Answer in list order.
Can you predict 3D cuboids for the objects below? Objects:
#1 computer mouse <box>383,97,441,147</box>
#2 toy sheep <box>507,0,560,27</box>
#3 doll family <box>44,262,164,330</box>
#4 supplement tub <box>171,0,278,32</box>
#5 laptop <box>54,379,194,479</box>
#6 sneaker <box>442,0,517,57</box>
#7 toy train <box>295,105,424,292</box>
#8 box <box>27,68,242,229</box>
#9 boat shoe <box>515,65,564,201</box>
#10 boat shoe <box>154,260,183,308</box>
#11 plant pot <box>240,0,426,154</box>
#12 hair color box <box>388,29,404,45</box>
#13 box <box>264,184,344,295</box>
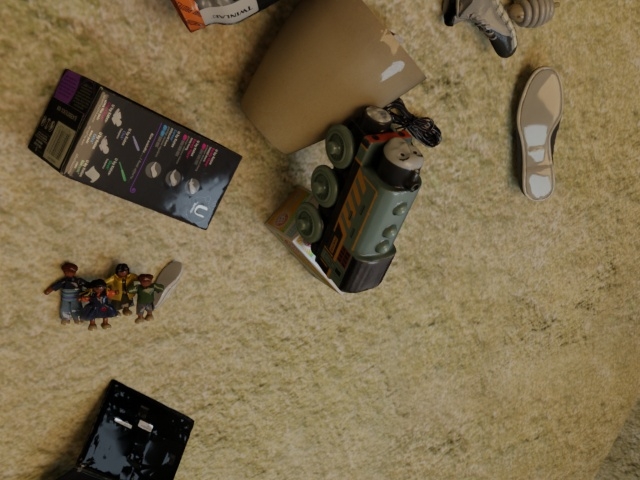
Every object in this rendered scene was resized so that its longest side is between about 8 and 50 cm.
[{"bbox_3d":[0.145,-0.152,1.628,0.188,0.072,0.272,26,81,-40],"label":"computer mouse"},{"bbox_3d":[0.473,-0.515,1.695,0.132,0.091,0.091,-14,120,-11],"label":"toy sheep"},{"bbox_3d":[-0.373,0.089,1.330,0.193,0.076,0.111,-10,121,-31],"label":"doll family"},{"bbox_3d":[-0.099,-0.461,1.176,0.316,0.193,0.193,-30,128,-3],"label":"supplement tub"},{"bbox_3d":[-0.410,0.433,1.503,0.234,0.136,0.264,41,58,-42],"label":"laptop"},{"bbox_3d":[0.322,-0.464,1.613,0.132,0.086,0.229,-37,119,-13],"label":"sneaker"},{"bbox_3d":[0.074,-0.065,1.344,0.142,0.190,0.334,-12,140,-36],"label":"toy train"},{"bbox_3d":[-0.291,-0.140,1.222,0.270,0.165,0.143,23,95,-42],"label":"box"},{"bbox_3d":[0.522,-0.261,1.863,0.112,0.095,0.335,-3,113,2],"label":"boat shoe"},{"bbox_3d":[-0.284,0.084,1.426,0.100,0.035,0.035,-59,160,-5],"label":"boat shoe"},{"bbox_3d":[-0.001,-0.289,1.347,0.274,0.256,0.256,-41,133,12],"label":"plant pot"},{"bbox_3d":[0.088,-0.336,1.501,0.093,0.053,0.167,15,100,-40],"label":"hair color box"},{"bbox_3d":[0.000,0.000,1.556,0.114,0.103,0.203,-49,131,-10],"label":"box"}]
